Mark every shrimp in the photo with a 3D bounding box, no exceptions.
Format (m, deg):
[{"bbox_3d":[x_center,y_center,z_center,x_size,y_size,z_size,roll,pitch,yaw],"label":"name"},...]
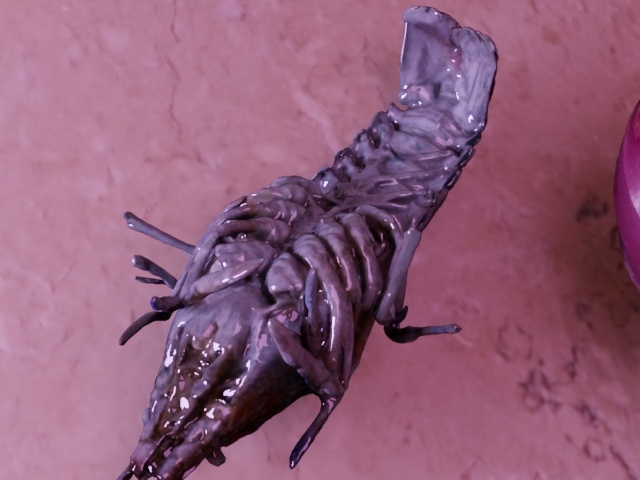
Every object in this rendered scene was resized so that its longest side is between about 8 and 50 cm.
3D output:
[{"bbox_3d":[-0.002,0.005,0.990,0.221,0.166,0.410,22,42,24],"label":"shrimp"}]

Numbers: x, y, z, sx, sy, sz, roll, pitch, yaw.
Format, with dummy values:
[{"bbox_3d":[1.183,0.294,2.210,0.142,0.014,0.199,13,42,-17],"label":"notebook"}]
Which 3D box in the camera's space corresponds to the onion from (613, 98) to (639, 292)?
[{"bbox_3d":[0.366,-0.014,1.027,0.358,0.358,0.345,31,60,-9],"label":"onion"}]
